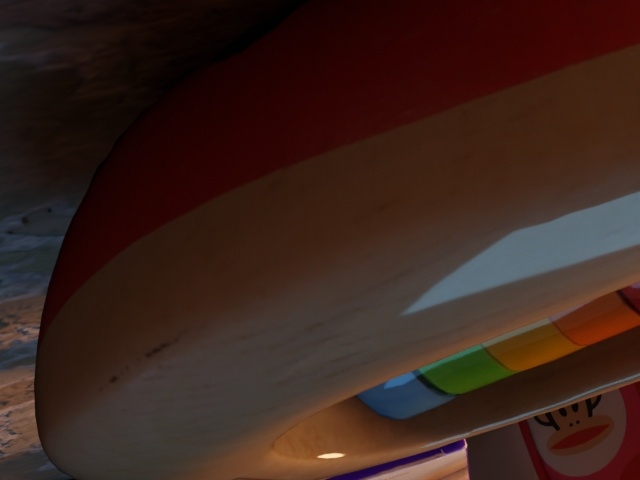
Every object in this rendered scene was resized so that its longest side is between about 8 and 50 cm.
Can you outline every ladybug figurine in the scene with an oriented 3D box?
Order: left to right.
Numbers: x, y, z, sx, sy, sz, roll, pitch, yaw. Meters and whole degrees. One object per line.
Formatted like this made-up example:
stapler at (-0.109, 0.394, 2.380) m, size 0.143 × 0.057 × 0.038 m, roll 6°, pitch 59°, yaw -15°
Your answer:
ladybug figurine at (0.068, -0.021, 0.723) m, size 0.449 × 0.162 × 0.305 m, roll -22°, pitch 164°, yaw 19°

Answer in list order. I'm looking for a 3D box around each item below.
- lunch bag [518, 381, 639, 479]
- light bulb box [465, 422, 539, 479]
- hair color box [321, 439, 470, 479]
lunch bag at (0.240, 0.042, 0.957) m, size 0.293 × 0.258 × 0.120 m, roll -25°, pitch 163°, yaw 28°
light bulb box at (0.358, 0.255, 1.878) m, size 0.361 × 0.225 × 0.358 m, roll -12°, pitch 171°, yaw -16°
hair color box at (0.028, 0.182, 1.534) m, size 0.185 × 0.110 × 0.339 m, roll -18°, pitch 167°, yaw 1°
